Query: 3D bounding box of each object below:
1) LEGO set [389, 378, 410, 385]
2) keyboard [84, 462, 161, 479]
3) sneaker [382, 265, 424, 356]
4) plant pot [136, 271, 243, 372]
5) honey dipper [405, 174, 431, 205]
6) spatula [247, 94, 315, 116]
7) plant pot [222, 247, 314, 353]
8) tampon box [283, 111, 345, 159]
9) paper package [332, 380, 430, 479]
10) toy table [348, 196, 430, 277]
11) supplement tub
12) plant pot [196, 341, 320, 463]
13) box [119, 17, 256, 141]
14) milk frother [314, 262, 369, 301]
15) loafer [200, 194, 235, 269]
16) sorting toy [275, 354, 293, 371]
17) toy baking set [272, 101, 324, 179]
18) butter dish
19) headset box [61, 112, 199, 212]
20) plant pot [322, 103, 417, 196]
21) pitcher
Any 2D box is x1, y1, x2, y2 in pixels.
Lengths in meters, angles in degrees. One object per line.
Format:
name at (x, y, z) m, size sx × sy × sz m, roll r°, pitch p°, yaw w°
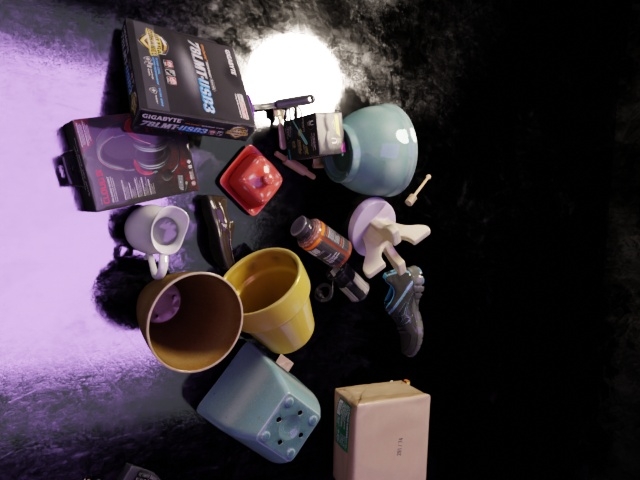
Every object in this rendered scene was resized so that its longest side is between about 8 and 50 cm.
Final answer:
LEGO set at (0.260, 0.623, 1.908) m, size 0.244 × 0.060 × 0.182 m, roll -32°, pitch 113°, yaw -28°
keyboard at (-0.563, 0.728, 1.335) m, size 0.201 × 0.033 × 0.317 m, roll 39°, pitch 71°, yaw -31°
sneaker at (0.293, 0.259, 1.890) m, size 0.140 × 0.125 × 0.340 m, roll -4°, pitch 100°, yaw -8°
plant pot at (-0.357, 0.178, 1.301) m, size 0.237 × 0.254 × 0.237 m, roll -5°, pitch 98°, yaw -36°
honey dipper at (0.370, -0.191, 1.944) m, size 0.160 × 0.030 × 0.030 m, roll -49°, pitch 119°, yaw -26°
spatula at (-0.148, -0.396, 1.522) m, size 0.296 × 0.030 × 0.084 m, roll -16°, pitch 100°, yaw -25°
plant pot at (-0.131, 0.191, 1.490) m, size 0.254 × 0.254 × 0.239 m, roll -45°, pitch 132°, yaw -25°
tampon box at (-0.017, -0.305, 1.537) m, size 0.101 × 0.161 × 0.120 m, roll -11°, pitch 98°, yaw -37°
paper package at (0.204, 0.670, 1.778) m, size 0.310 × 0.168 × 0.324 m, roll 1°, pitch 94°, yaw -26°
toy table at (0.209, -0.003, 1.687) m, size 0.252 × 0.161 × 0.274 m, roll -42°, pitch 145°, yaw 0°
supplement tub at (0.000, 0.000, 1.641) m, size 0.198 × 0.106 × 0.106 m, roll 35°, pitch 73°, yaw -33°
plant pot at (-0.146, 0.481, 1.473) m, size 0.247 × 0.252 × 0.248 m, roll 46°, pitch 72°, yaw -30°
box at (-0.332, -0.397, 1.307) m, size 0.293 × 0.073 × 0.295 m, roll 1°, pitch 60°, yaw -34°
milk frother at (0.069, 0.162, 1.722) m, size 0.143 × 0.129 × 0.135 m, roll -34°, pitch 121°, yaw 18°
loafer at (-0.270, -0.026, 1.459) m, size 0.078 × 0.080 × 0.220 m, roll -17°, pitch 103°, yaw -33°
sorting toy at (-0.128, 0.406, 1.637) m, size 0.062 × 0.012 × 0.083 m, roll 44°, pitch 69°, yaw -27°
toy baking set at (-0.067, -0.313, 1.620) m, size 0.256 × 0.030 × 0.196 m, roll 23°, pitch 77°, yaw -35°
butter dish at (-0.175, -0.173, 1.494) m, size 0.160 × 0.118 × 0.160 m, roll 47°, pitch 67°, yaw -30°
headset box at (-0.473, -0.197, 1.279) m, size 0.293 × 0.110 × 0.218 m, roll -17°, pitch 103°, yaw -34°
plant pot at (0.128, -0.271, 1.608) m, size 0.196 × 0.293 × 0.293 m, roll -10°, pitch 99°, yaw -31°
pitcher at (-0.409, 0.000, 1.281) m, size 0.125 × 0.207 × 0.177 m, roll 15°, pitch 85°, yaw -36°
